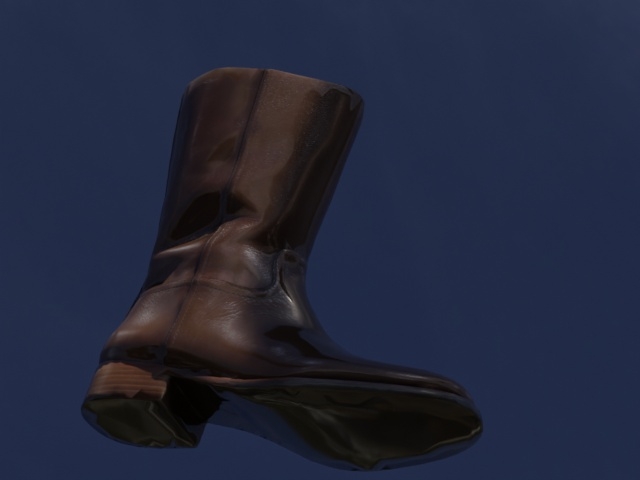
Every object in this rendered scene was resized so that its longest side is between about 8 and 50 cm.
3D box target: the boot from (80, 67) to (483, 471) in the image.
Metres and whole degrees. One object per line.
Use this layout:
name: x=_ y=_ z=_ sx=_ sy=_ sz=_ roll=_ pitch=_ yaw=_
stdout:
boot: x=0.000 y=0.000 z=0.490 sx=0.106 sy=0.114 sz=0.037 roll=4 pitch=-37 yaw=20
